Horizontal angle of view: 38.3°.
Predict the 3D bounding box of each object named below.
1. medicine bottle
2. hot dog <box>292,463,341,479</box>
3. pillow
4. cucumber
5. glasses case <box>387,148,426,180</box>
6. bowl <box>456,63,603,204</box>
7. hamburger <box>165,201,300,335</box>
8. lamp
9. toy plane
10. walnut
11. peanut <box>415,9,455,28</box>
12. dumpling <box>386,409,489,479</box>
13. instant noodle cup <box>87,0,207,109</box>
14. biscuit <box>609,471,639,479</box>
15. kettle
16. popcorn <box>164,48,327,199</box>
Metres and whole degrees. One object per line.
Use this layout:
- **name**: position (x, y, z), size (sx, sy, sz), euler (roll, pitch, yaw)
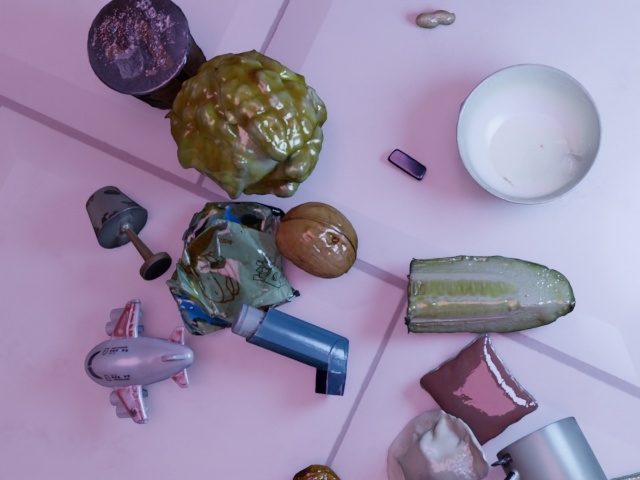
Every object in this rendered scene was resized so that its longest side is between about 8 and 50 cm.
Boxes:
- **medicine bottle**: position (-0.054, 0.213, 1.825), size (0.258, 0.079, 0.124), euler (25, 78, -12)
- **hot dog**: position (0.004, 0.512, 1.824), size (0.099, 0.065, 0.147), euler (-34, 91, 2)
- **pillow**: position (0.306, 0.298, 1.801), size (0.171, 0.075, 0.179), euler (-37, 78, 9)
- **cucumber**: position (0.327, 0.111, 1.813), size (0.325, 0.105, 0.145), euler (-2, 56, 8)
- **glasses case**: position (0.180, -0.156, 1.903), size (0.083, 0.023, 0.033), euler (34, 84, 9)
- **bowl**: position (0.405, -0.197, 1.815), size (0.277, 0.145, 0.277), euler (-1, 83, 10)
- **hamburger**: position (-0.190, 0.042, 1.867), size (0.260, 0.150, 0.276), euler (-11, 81, 5)
- **lamp**: position (-0.399, -0.014, 1.915), size (0.121, 0.121, 0.215), euler (-41, 69, 1)
- **toy plane**: position (-0.370, 0.246, 1.877), size (0.252, 0.118, 0.252), euler (-2, 85, 22)
- **walnut**: position (0.000, 0.000, 1.843), size (0.180, 0.144, 0.144), euler (40, 90, -20)
- **peanut**: position (0.240, -0.463, 1.926), size (0.083, 0.037, 0.037), euler (-7, 82, 9)
- **dumpling**: position (0.226, 0.410, 1.774), size (0.126, 0.216, 0.166), euler (-1, 72, -22)
- **instant noodle cup**: position (-0.344, -0.379, 1.911), size (0.217, 0.207, 0.217), euler (-1, 82, 9)
- **biscuit**: position (0.624, 0.512, 1.741), size (0.252, 0.052, 0.150), euler (-18, 77, 9)
- **kettle**: position (0.428, 0.480, 1.682), size (0.240, 0.165, 0.255), euler (-15, 68, -24)
- **popcorn**: position (-0.152, -0.233, 1.829), size (0.335, 0.279, 0.274), euler (31, 71, 4)
